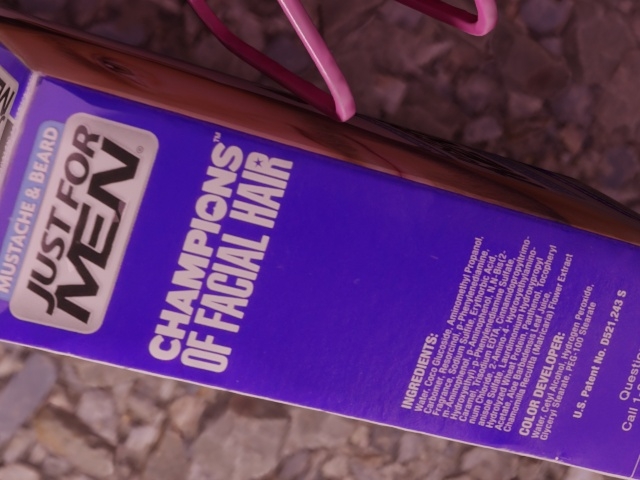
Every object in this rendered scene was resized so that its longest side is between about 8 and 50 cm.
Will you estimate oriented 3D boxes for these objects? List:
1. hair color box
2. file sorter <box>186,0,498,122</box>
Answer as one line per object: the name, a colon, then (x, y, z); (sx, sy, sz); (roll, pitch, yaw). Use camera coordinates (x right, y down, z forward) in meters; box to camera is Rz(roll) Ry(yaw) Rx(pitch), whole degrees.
hair color box: (0.000, 0.000, 0.795); (0.338, 0.185, 0.110); (13, 101, -25)
file sorter: (0.051, -0.208, 0.741); (0.290, 0.202, 0.182); (-37, 117, -7)
